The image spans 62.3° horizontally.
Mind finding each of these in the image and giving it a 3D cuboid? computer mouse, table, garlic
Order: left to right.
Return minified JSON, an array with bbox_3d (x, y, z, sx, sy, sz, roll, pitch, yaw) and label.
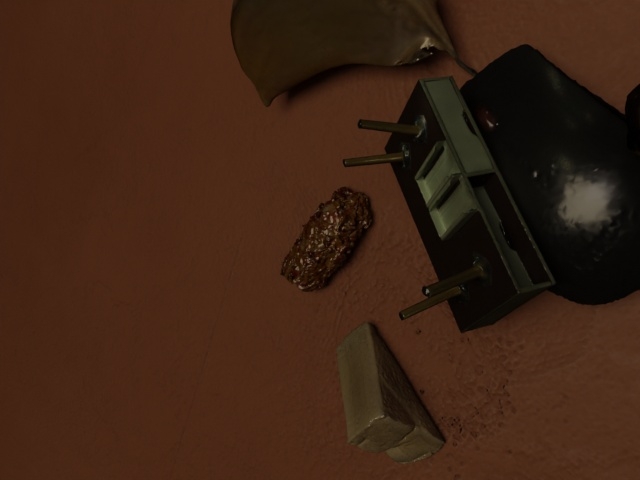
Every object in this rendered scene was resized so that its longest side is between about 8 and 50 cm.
[{"bbox_3d":[0.035,-0.288,0.680,0.338,0.151,0.196,3,118,32],"label":"garlic"},{"bbox_3d":[0.109,-0.031,0.540,0.121,0.111,0.240,112,144,-61],"label":"table"},{"bbox_3d":[0.222,-0.070,0.528,0.168,0.087,0.295,-53,57,30],"label":"computer mouse"}]

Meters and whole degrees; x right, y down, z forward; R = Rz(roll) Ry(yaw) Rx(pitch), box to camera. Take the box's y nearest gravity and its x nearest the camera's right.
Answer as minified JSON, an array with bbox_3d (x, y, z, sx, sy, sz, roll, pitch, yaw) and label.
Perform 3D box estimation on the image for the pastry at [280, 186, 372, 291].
[{"bbox_3d":[0.002,0.002,0.724,0.087,0.063,0.169,48,119,32],"label":"pastry"}]

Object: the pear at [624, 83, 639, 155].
[{"bbox_3d":[0.373,-0.089,0.356,0.267,0.267,0.178,-35,94,34],"label":"pear"}]

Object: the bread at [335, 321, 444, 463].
[{"bbox_3d":[0.083,0.195,0.681,0.077,0.105,0.152,-44,32,31],"label":"bread"}]
